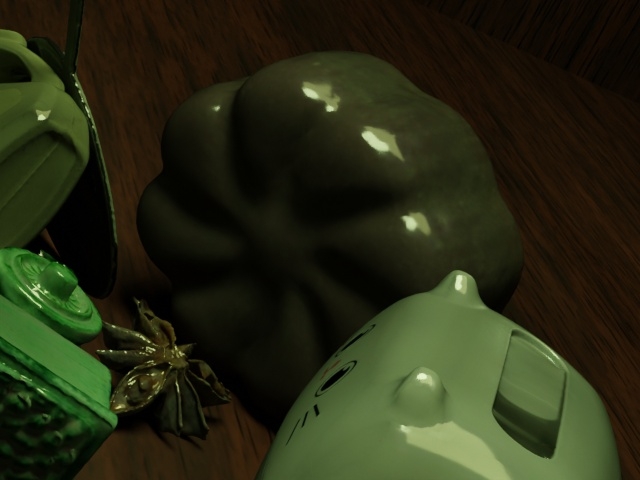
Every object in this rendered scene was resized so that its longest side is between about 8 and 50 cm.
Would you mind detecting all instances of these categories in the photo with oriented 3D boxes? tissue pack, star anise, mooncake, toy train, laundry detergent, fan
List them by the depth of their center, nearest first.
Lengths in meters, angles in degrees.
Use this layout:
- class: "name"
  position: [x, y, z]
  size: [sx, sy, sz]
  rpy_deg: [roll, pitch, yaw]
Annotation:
- class: "toy train"
  position: [-0.248, 0.059, 1.168]
  size: [0.266, 0.145, 0.202]
  rpy_deg: [36, 15, -16]
- class: "tissue pack"
  position: [0.076, 0.174, 1.237]
  size: [0.229, 0.236, 0.333]
  rpy_deg: [30, 19, 1]
- class: "star anise"
  position: [-0.129, 0.104, 1.410]
  size: [0.124, 0.056, 0.129]
  rpy_deg: [48, 30, -2]
- class: "laundry detergent"
  position: [-0.285, -0.083, 1.496]
  size: [0.091, 0.181, 0.253]
  rpy_deg: [40, 1, -38]
- class: "mooncake"
  position: [0.000, 0.000, 1.525]
  size: [0.306, 0.306, 0.154]
  rpy_deg: [36, 25, 20]
- class: "fan"
  position: [-0.213, -0.102, 1.525]
  size: [0.012, 0.294, 0.223]
  rpy_deg: [-14, 23, -24]
